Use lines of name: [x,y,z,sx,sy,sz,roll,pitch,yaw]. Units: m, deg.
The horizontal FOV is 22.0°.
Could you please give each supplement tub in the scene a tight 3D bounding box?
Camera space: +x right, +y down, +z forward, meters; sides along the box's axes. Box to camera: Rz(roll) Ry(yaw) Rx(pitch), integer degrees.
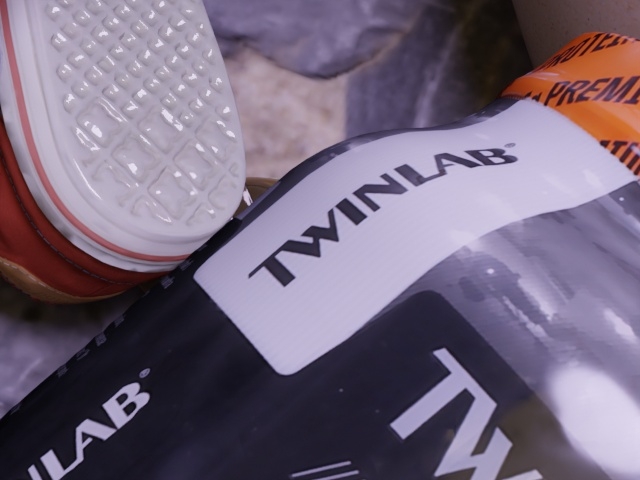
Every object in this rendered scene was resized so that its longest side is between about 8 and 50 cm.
supplement tub: [-0.007,0.116,0.413,0.338,0.207,0.207,-42,80,-5]

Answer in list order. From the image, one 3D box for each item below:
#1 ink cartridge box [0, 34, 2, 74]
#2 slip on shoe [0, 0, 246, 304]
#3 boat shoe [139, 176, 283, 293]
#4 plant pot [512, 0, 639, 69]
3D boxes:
ink cartridge box: [-0.156,-0.115,0.598,0.232,0.066,0.189,-42,56,16]
slip on shoe: [-0.112,-0.124,0.659,0.123,0.101,0.331,7,58,-38]
boat shoe: [0.000,-0.002,0.665,0.153,0.048,0.056,-13,84,1]
plant pot: [0.181,-0.107,0.604,0.284,0.284,0.191,17,110,3]
